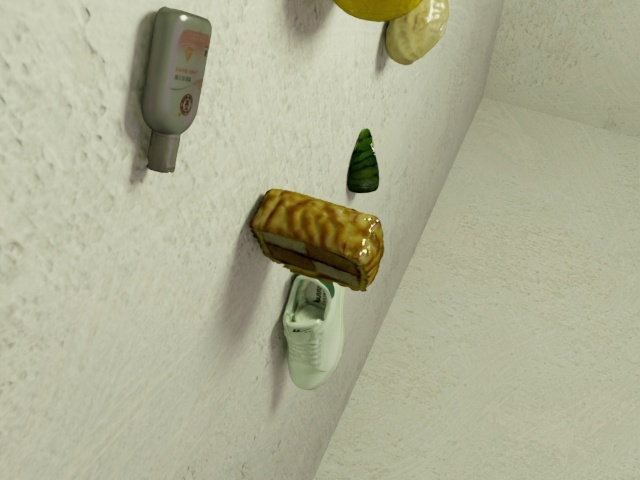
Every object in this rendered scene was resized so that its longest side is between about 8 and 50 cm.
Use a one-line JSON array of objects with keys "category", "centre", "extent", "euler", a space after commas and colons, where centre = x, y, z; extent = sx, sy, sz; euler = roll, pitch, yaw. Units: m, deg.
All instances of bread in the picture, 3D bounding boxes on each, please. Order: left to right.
[{"category": "bread", "centre": [0.000, 0.000, 0.961], "extent": [0.096, 0.222, 0.181], "euler": [-66, 159, -19]}]

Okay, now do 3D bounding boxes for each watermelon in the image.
[{"category": "watermelon", "centre": [0.094, -0.170, 1.397], "extent": [0.182, 0.075, 0.092], "euler": [90, -18, -53]}]

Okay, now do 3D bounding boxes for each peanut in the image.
[{"category": "peanut", "centre": [0.225, -0.527, 1.244], "extent": [0.130, 0.130, 0.291], "euler": [-24, 130, -68]}]

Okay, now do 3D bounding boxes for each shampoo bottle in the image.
[{"category": "shampoo bottle", "centre": [-0.155, -0.154, 0.602], "extent": [0.080, 0.040, 0.165], "euler": [-29, 136, -68]}]

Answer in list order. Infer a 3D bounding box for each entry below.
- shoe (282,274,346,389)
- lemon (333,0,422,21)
[{"category": "shoe", "centre": [-0.024, 0.205, 1.288], "extent": [0.160, 0.131, 0.363], "euler": [-36, 138, -64]}, {"category": "lemon", "centre": [0.086, -0.412, 0.819], "extent": [0.244, 0.186, 0.187], "euler": [68, 43, -81]}]
